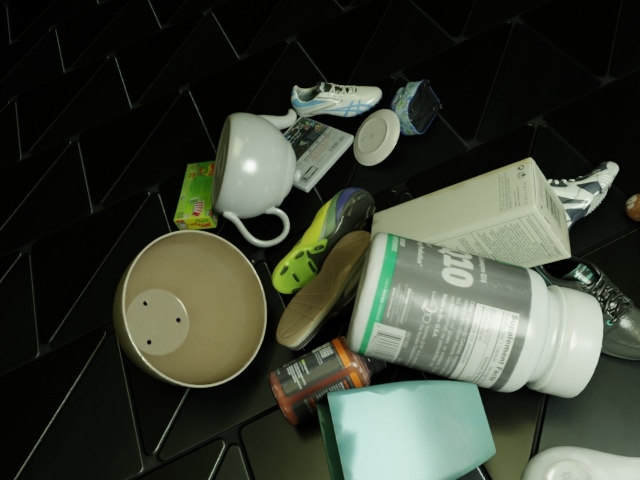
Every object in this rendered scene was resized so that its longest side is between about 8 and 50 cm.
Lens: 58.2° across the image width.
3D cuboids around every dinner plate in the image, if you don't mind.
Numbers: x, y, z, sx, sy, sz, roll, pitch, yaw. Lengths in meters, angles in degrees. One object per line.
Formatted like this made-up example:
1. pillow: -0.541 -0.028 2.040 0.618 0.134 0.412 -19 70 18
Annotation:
1. dinner plate: 0.126 -0.244 1.345 0.141 0.017 0.141 -23 58 42

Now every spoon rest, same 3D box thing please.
1. spoon rest: 0.433 0.350 0.841 0.276 0.084 0.137 -24 49 15

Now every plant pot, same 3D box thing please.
1. plant pot: -0.273 0.141 1.093 0.191 0.284 0.284 -22 41 46
2. plant pot: 0.129 0.300 0.882 0.234 0.165 0.165 -9 71 -10

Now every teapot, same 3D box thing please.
1. teapot: -0.136 -0.154 1.296 0.187 0.256 0.252 10 27 -18

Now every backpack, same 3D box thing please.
1. backpack: 0.219 -0.308 1.362 0.084 0.105 0.114 4 56 46

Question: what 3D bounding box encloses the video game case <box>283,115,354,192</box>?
1. video game case: -0.039 -0.217 1.418 0.173 0.022 0.190 28 67 31

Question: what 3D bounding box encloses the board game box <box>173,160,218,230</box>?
1. board game box: -0.289 -0.111 1.396 0.092 0.043 0.181 -5 54 12

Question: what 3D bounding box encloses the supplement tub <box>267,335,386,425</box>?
1. supplement tub: 0.015 0.238 1.013 0.198 0.106 0.106 -26 52 -4

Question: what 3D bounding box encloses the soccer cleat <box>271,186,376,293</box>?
1. soccer cleat: 0.001 0.001 1.222 0.289 0.093 0.121 -47 26 -14

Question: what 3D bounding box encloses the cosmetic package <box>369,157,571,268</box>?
1. cosmetic package: 0.258 -0.011 1.022 0.309 0.160 0.113 -18 46 34

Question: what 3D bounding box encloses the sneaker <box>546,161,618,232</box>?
1. sneaker: 0.464 -0.100 1.140 0.235 0.094 0.153 -46 64 -6

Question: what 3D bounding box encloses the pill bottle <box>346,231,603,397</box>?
1. pill bottle: 0.236 0.124 0.928 0.361 0.204 0.204 14 58 3

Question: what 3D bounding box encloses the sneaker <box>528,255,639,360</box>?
1. sneaker: 0.464 0.105 0.984 0.101 0.106 0.267 -42 56 -19

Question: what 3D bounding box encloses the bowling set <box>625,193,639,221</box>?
1. bowling set: 0.645 -0.048 1.012 0.200 0.154 0.287 24 64 29

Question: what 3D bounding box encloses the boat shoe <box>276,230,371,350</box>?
1. boat shoe: 0.026 0.106 1.114 0.103 0.092 0.285 4 49 47

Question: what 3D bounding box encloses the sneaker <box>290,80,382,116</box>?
1. sneaker: 0.038 -0.366 1.465 0.237 0.086 0.085 -3 52 13
